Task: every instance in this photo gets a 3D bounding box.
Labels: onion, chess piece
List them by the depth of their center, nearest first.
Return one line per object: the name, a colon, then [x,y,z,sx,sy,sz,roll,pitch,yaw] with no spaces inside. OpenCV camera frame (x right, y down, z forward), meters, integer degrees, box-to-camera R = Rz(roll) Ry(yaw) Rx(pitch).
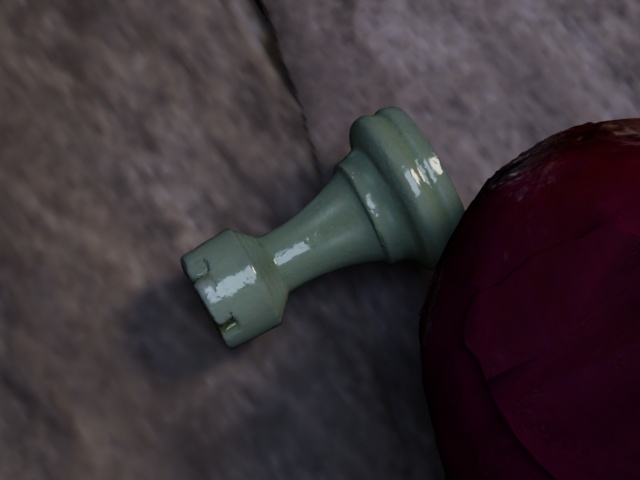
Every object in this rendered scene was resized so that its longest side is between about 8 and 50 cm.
onion: [0.094,0.066,0.492,0.218,0.140,0.195,-46,58,18]
chess piece: [0.000,0.000,0.553,0.103,0.067,0.067,-30,81,-6]
